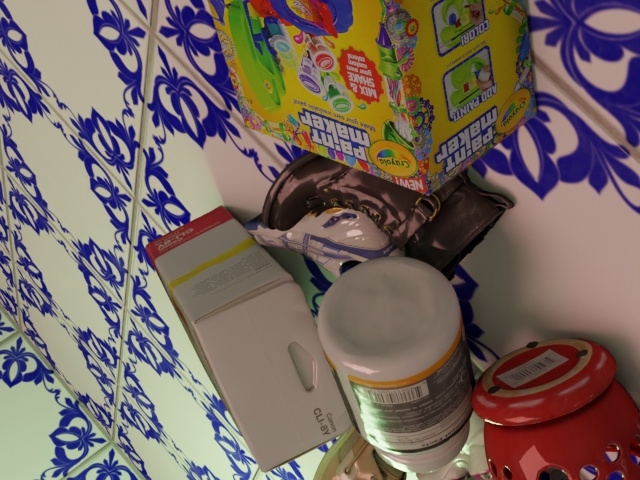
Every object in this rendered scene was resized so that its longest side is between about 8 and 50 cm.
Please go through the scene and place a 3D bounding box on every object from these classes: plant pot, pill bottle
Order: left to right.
[{"bbox_3d":[0.100,0.158,1.192,0.162,0.162,0.278,33,157,33],"label":"pill bottle"},{"bbox_3d":[0.276,0.219,1.146,0.191,0.191,0.174,0,117,56],"label":"plant pot"}]

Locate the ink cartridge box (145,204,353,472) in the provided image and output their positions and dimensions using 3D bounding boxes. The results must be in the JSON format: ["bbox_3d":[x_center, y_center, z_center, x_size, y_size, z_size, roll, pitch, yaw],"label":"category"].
[{"bbox_3d":[-0.122,0.140,1.568,0.279,0.160,0.385,68,168,-22],"label":"ink cartridge box"}]

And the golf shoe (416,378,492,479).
[{"bbox_3d":[0.208,0.271,1.416,0.306,0.115,0.140,-44,62,62],"label":"golf shoe"}]

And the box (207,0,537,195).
[{"bbox_3d":[0.041,-0.238,1.012,0.290,0.177,0.279,24,141,43],"label":"box"}]

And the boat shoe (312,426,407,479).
[{"bbox_3d":[0.076,0.338,1.501,0.109,0.302,0.098,25,-179,-42],"label":"boat shoe"}]

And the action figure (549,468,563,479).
[{"bbox_3d":[0.339,0.422,1.402,0.137,0.063,0.232,28,139,36],"label":"action figure"}]

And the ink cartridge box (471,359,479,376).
[{"bbox_3d":[0.120,0.124,1.364,0.179,0.045,0.145,44,167,-9],"label":"ink cartridge box"}]

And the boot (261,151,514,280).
[{"bbox_3d":[0.071,-0.030,1.199,0.263,0.091,0.229,-44,80,29],"label":"boot"}]

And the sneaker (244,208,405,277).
[{"bbox_3d":[0.000,0.000,1.402,0.296,0.112,0.131,-3,119,58],"label":"sneaker"}]
